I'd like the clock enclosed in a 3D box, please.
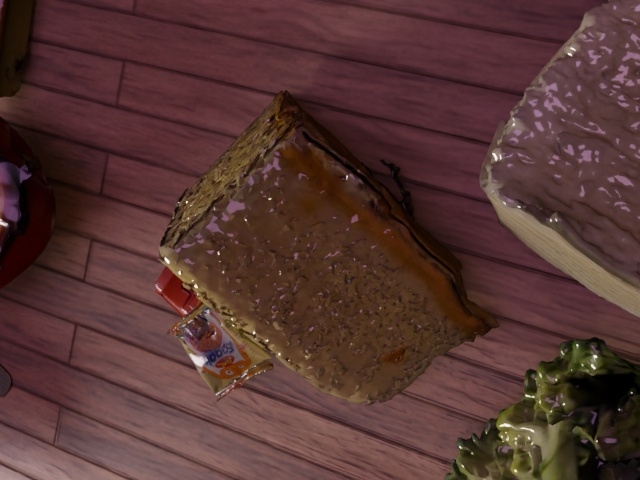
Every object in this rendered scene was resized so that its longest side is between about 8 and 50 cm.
[{"bbox_3d":[-0.131,0.072,1.072,0.155,0.061,0.113,39,109,13],"label":"clock"}]

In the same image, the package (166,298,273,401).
[{"bbox_3d":[-0.126,0.129,1.035,0.108,0.031,0.121,-35,91,32],"label":"package"}]

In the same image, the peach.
[{"bbox_3d":[-0.514,-0.023,1.140,0.361,0.201,0.258,-38,88,9],"label":"peach"}]

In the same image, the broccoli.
[{"bbox_3d":[0.255,0.257,0.801,0.347,0.281,0.294,-10,102,21],"label":"broccoli"}]

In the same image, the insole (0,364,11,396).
[{"bbox_3d":[-0.534,0.169,1.275,0.188,0.004,0.064,38,108,16],"label":"insole"}]

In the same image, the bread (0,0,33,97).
[{"bbox_3d":[-0.463,-0.382,1.167,0.138,0.077,0.362,14,99,20],"label":"bread"}]

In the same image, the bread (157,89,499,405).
[{"bbox_3d":[0.000,0.000,0.984,0.248,0.279,0.315,-43,116,12],"label":"bread"}]

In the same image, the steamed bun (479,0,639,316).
[{"bbox_3d":[0.320,-0.072,0.778,0.290,0.273,0.272,39,91,8],"label":"steamed bun"}]
